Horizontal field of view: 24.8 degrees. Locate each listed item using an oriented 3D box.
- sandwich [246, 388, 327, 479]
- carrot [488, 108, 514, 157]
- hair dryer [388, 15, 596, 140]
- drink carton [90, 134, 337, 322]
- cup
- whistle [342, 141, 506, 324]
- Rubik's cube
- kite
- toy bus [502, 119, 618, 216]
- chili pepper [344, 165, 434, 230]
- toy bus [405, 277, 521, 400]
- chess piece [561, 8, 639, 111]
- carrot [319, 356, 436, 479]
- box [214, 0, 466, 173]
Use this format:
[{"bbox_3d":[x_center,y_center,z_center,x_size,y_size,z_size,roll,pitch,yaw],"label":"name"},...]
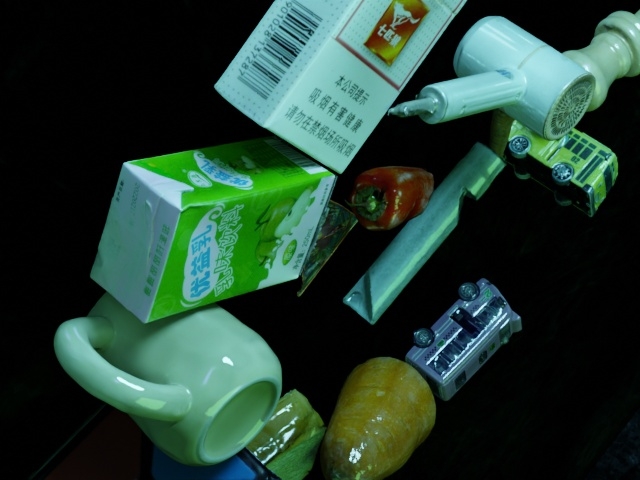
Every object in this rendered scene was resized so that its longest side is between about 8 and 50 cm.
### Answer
[{"bbox_3d":[-0.114,0.345,2.126,0.251,0.087,0.226,-35,161,-28],"label":"sandwich"},{"bbox_3d":[0.271,-0.179,2.131,0.049,0.049,0.254,-32,149,-33],"label":"carrot"},{"bbox_3d":[0.189,-0.195,1.842,0.357,0.173,0.108,-17,135,-49],"label":"hair dryer"},{"bbox_3d":[-0.120,-0.017,1.664,0.271,0.108,0.161,-14,133,-48],"label":"drink carton"},{"bbox_3d":[-0.171,0.133,1.663,0.173,0.202,0.255,-48,152,-6],"label":"cup"},{"bbox_3d":[0.154,-0.012,2.134,0.312,0.062,0.062,-49,153,-3],"label":"whistle"},{"bbox_3d":[-0.193,0.346,1.844,0.246,0.248,0.250,-44,153,-12],"label":"Rubik's cube"},{"bbox_3d":[0.000,0.000,1.971,0.159,0.010,0.190,-30,145,-35],"label":"kite"},{"bbox_3d":[0.363,-0.123,2.194,0.101,0.175,0.088,-48,153,-13],"label":"toy bus"},{"bbox_3d":[0.082,-0.056,1.954,0.192,0.084,0.086,-7,97,-56],"label":"chili pepper"},{"bbox_3d":[0.237,0.164,2.419,0.199,0.108,0.096,-44,152,-15],"label":"toy bus"},{"bbox_3d":[0.462,-0.297,2.209,0.397,0.117,0.117,-37,150,-22],"label":"chess piece"},{"bbox_3d":[0.065,0.298,2.213,0.225,0.159,0.159,-42,156,-55],"label":"carrot"},{"bbox_3d":[0.047,-0.255,1.649,0.330,0.095,0.210,-55,153,4],"label":"box"}]
